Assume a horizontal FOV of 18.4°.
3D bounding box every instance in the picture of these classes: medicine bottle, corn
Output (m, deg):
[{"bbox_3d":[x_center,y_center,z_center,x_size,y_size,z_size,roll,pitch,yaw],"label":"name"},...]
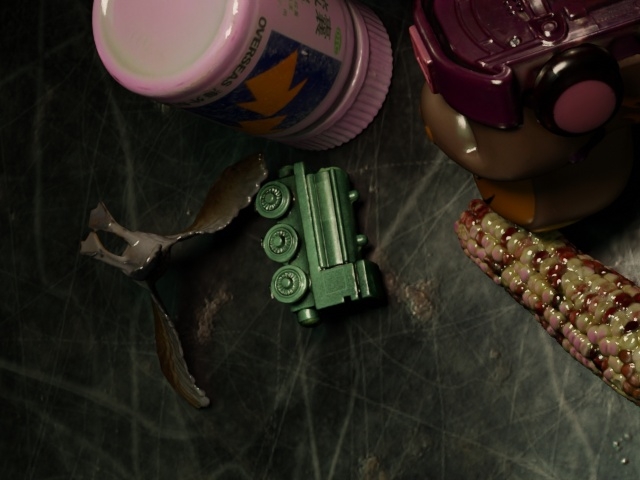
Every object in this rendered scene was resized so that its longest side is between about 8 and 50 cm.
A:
[{"bbox_3d":[-0.070,-0.195,1.926,0.178,0.291,0.178,-7,77,31],"label":"medicine bottle"},{"bbox_3d":[0.238,0.053,1.818,0.280,0.092,0.092,42,103,34],"label":"corn"}]

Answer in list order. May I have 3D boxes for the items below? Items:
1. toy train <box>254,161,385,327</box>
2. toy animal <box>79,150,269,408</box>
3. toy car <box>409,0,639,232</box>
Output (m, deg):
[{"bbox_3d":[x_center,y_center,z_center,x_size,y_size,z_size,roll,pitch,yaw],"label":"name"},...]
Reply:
[{"bbox_3d":[0.000,0.000,1.981,0.111,0.071,0.170,-15,72,18],"label":"toy train"},{"bbox_3d":[-0.174,0.004,2.038,0.197,0.160,0.272,28,95,40],"label":"toy animal"},{"bbox_3d":[0.254,-0.158,1.771,0.341,0.240,0.271,-19,42,1],"label":"toy car"}]
